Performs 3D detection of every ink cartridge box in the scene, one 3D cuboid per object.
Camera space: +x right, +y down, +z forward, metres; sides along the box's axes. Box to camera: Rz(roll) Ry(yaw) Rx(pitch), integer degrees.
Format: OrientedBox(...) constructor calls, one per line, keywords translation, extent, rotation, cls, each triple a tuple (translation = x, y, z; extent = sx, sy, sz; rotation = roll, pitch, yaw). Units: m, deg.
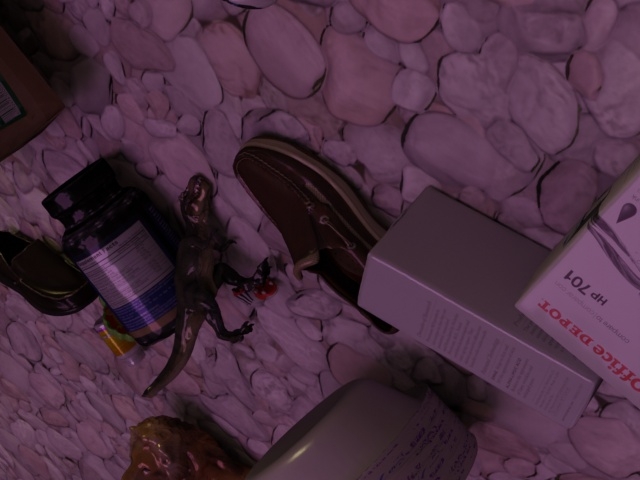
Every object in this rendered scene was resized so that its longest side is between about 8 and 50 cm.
OrientedBox(translation=(0.268, 0.019, 0.795), extent=(0.139, 0.082, 0.191), rotation=(39, 124, 6), cls="ink cartridge box")

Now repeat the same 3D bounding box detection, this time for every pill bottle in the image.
OrientedBox(translation=(-0.295, 0.146, 1.509), extent=(0.043, 0.043, 0.083), rotation=(-13, 116, 48), cls="pill bottle")
OrientedBox(translation=(-0.239, 0.012, 1.262), extent=(0.122, 0.123, 0.219), rotation=(-18, 112, 50), cls="pill bottle")

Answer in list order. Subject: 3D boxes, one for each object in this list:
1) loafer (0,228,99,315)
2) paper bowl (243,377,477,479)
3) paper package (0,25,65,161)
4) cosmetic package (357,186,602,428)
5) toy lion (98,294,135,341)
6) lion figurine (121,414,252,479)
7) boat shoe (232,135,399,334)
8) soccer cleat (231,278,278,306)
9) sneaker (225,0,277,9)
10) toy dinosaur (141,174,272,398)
OrientedBox(translation=(-0.415, 0.044, 1.489), extent=(0.220, 0.080, 0.078), rotation=(18, 137, 30), cls="loafer")
OrientedBox(translation=(0.025, 0.265, 1.131), extent=(0.148, 0.284, 0.284), rotation=(48, 143, 2), cls="paper bowl")
OrientedBox(translation=(-0.489, -0.210, 1.187), extent=(0.325, 0.168, 0.309), rotation=(54, 157, -12), cls="paper package")
OrientedBox(translation=(0.162, 0.058, 0.941), extent=(0.231, 0.117, 0.085), rotation=(30, 141, 19), cls="cosmetic package")
OrientedBox(translation=(-0.259, 0.088, 1.375), extent=(0.100, 0.096, 0.034), rotation=(34, 142, 14), cls="toy lion")
OrientedBox(translation=(-0.107, 0.397, 1.531), extent=(0.392, 0.142, 0.240), rotation=(12, 127, 16), cls="lion figurine")
OrientedBox(translation=(0.003, -0.004, 1.044), extent=(0.257, 0.095, 0.095), rotation=(38, 143, 8), cls="boat shoe")
OrientedBox(translation=(-0.075, 0.066, 1.243), extent=(0.083, 0.029, 0.036), rotation=(-5, 131, 49), cls="soccer cleat")
OrientedBox(translation=(-0.090, -0.293, 0.862), extent=(0.081, 0.080, 0.211), rotation=(-5, 123, 49), cls="sneaker")
OrientedBox(translation=(-0.129, 0.063, 1.199), extent=(0.118, 0.064, 0.268), rotation=(10, 91, 15), cls="toy dinosaur")
